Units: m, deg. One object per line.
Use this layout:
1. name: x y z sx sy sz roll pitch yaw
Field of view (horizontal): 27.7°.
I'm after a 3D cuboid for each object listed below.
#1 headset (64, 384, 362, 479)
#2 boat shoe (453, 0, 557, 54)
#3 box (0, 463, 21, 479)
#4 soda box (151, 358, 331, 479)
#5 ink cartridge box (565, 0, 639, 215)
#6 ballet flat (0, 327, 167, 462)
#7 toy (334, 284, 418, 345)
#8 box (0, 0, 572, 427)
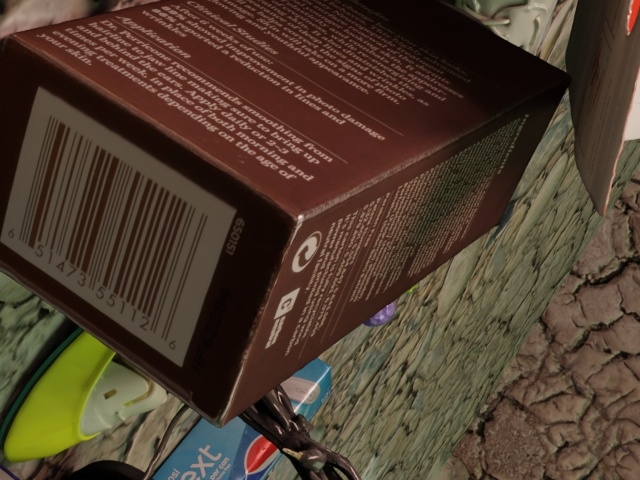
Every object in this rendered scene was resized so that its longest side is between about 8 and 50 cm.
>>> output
1. headset: -0.155 0.249 0.908 0.394 0.185 0.243 -47 169 7
2. boat shoe: 0.160 -0.212 1.172 0.088 0.096 0.267 -60 171 -10
3. box: -0.218 0.176 0.728 0.072 0.126 0.137 -40 155 -42
4. soda box: -0.077 0.191 1.228 0.210 0.071 0.067 -50 161 -23
5. ink cartridge box: 0.232 -0.209 0.807 0.385 0.091 0.308 -72 172 -68
6. ballet flat: -0.123 0.070 0.888 0.231 0.077 0.077 -53 160 -15
7. toy: 0.078 0.032 1.408 0.137 0.056 0.237 -26 144 -57
8. box: -0.013 -0.057 0.793 0.381 0.191 0.143 -30 148 -54
